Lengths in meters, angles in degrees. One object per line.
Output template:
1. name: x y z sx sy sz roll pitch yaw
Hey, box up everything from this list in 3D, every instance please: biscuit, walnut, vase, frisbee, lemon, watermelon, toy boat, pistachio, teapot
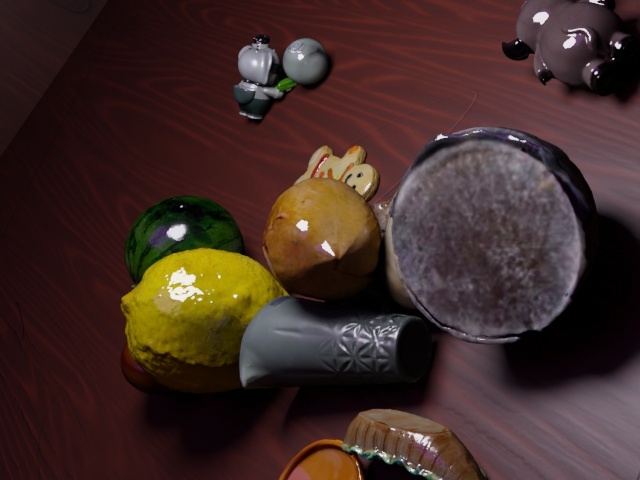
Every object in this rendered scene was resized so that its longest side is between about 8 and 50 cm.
1. biscuit: 0.032 -0.123 1.870 0.234 0.030 0.153 23 82 54
2. walnut: 0.000 0.000 1.547 0.203 0.203 0.298 -52 9 4
3. vase: 0.039 0.163 1.552 0.301 0.156 0.251 -2 38 42
4. frisbee: 0.000 0.404 1.475 0.192 0.035 0.192 -28 44 31
5. lemon: -0.197 0.145 1.705 0.268 0.322 0.268 -174 90 -87
6. watermelon: -0.274 0.027 1.917 0.242 0.242 0.242 -29 43 31
7. toy boat: 0.147 0.306 1.343 0.293 0.109 0.099 17 109 48
8. pistachio: 0.164 0.001 1.523 0.153 0.138 0.237 -9 60 37
9. teapot: -0.286 0.251 1.868 0.252 0.135 0.178 23 50 36

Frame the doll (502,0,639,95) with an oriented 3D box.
1. doll: 0.409 -0.333 1.533 0.182 0.117 0.257 -47 37 8

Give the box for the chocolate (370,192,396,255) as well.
1. chocolate: 0.043 0.005 1.722 0.329 0.065 0.102 -18 74 39

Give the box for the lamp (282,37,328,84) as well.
1. lamp: -0.033 -0.397 2.103 0.105 0.105 0.105 -29 43 31

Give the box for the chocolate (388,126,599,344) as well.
1. chocolate: 0.274 -0.018 1.350 0.303 0.213 0.303 8 104 34

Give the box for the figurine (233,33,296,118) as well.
1. figurine: -0.143 -0.380 2.189 0.147 0.126 0.192 27 115 43
